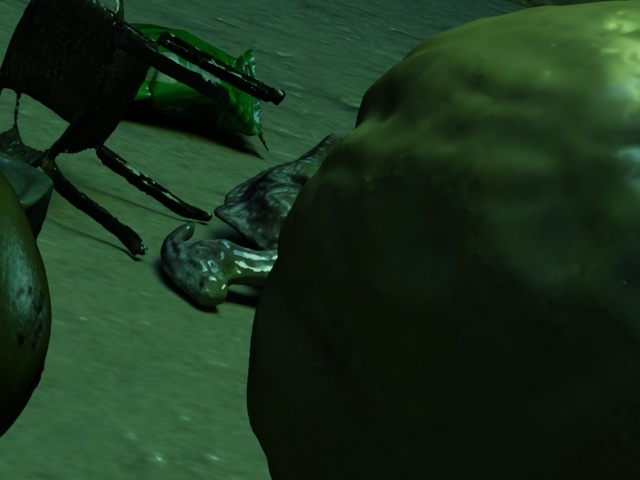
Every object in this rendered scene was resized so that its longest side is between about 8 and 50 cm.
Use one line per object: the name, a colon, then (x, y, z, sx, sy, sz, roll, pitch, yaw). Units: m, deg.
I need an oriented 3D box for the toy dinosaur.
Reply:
toy dinosaur: (0.002, -0.006, 1.344, 0.162, 0.077, 0.294, 22, 16, 13)

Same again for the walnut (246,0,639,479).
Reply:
walnut: (0.158, 0.065, 0.830, 0.381, 0.381, 0.381, 18, 15, -5)

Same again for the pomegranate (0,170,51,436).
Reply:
pomegranate: (-0.206, 0.038, 0.783, 0.179, 0.179, 0.210, 19, 27, 1)

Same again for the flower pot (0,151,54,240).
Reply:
flower pot: (-0.257, -0.009, 0.990, 0.229, 0.108, 0.103, 15, 17, -11)

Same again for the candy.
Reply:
candy: (-0.144, -0.146, 1.666, 0.203, 0.078, 0.141, 7, 18, -20)

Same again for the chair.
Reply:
chair: (-0.151, -0.105, 1.351, 0.213, 0.174, 0.149, 34, 14, 13)
